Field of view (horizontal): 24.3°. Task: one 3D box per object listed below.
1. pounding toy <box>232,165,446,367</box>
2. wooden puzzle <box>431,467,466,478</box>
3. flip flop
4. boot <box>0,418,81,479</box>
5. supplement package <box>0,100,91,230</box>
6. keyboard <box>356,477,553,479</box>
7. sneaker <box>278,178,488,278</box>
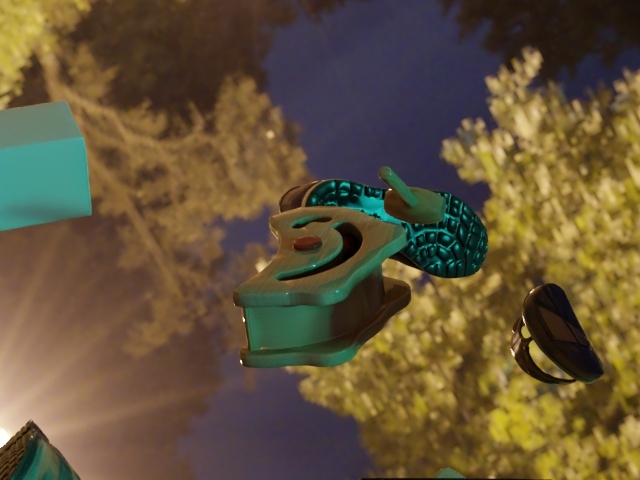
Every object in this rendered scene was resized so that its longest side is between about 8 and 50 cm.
[{"bbox_3d":[0.000,0.000,1.438,0.154,0.154,0.269,7,-153,29],"label":"pounding toy"},{"bbox_3d":[0.145,0.346,1.440,0.221,0.044,0.239,33,-137,24],"label":"wooden puzzle"},{"bbox_3d":[0.249,0.113,1.608,0.080,0.112,0.277,-26,170,9],"label":"flip flop"},{"bbox_3d":[-0.243,0.256,1.403,0.083,0.161,0.246,-44,-174,-2],"label":"boot"},{"bbox_3d":[-0.358,-0.079,1.667,0.179,0.105,0.105,-10,-149,-16],"label":"supplement package"},{"bbox_3d":[0.122,0.262,1.388,0.192,0.100,0.038,2,-133,-6],"label":"keyboard"},{"bbox_3d":[0.082,-0.026,1.923,0.124,0.283,0.107,10,-96,63],"label":"sneaker"}]
